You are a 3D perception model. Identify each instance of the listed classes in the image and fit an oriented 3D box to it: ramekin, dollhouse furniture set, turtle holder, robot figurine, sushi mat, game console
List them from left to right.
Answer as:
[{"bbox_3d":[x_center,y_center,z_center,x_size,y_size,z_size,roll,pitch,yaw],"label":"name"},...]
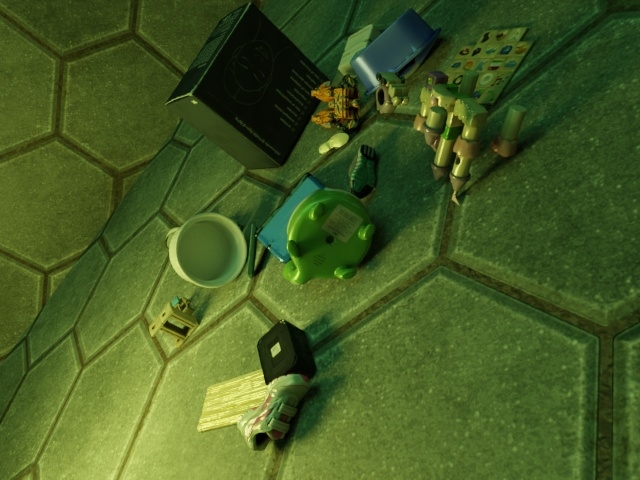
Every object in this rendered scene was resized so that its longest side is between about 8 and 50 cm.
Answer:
[{"bbox_3d":[-0.573,0.297,2.043,0.129,0.129,0.183,-50,35,4],"label":"dollhouse furniture set"},{"bbox_3d":[-0.428,0.039,1.991,0.135,0.277,0.277,-9,53,57],"label":"ramekin"},{"bbox_3d":[-0.252,0.477,1.596,0.317,0.019,0.151,-26,41,34],"label":"sushi mat"},{"bbox_3d":[-0.080,-0.084,1.899,0.250,0.173,0.293,44,97,25],"label":"game console"},{"bbox_3d":[0.019,-0.004,1.564,0.227,0.244,0.320,-100,14,-66],"label":"turtle holder"},{"bbox_3d":[0.059,-0.512,2.010,0.291,0.085,0.210,-158,64,-63],"label":"robot figurine"}]

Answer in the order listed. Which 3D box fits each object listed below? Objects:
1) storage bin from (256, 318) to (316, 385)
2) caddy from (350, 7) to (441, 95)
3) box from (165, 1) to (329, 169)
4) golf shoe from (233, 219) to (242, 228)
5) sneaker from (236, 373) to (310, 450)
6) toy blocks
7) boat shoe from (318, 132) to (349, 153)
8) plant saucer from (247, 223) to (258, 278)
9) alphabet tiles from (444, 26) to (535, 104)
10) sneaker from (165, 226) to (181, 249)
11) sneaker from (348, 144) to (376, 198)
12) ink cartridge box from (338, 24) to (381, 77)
[{"bbox_3d":[-0.098,0.326,1.492,0.122,0.084,0.180,-44,35,13],"label":"storage bin"},{"bbox_3d":[0.266,-0.656,1.883,0.341,0.179,0.241,-38,14,21],"label":"caddy"},{"bbox_3d":[-0.299,-0.627,2.252,0.297,0.480,0.471,4,62,54],"label":"box"},{"bbox_3d":[-0.400,-0.034,2.203,0.176,0.069,0.085,-8,59,48],"label":"golf shoe"},{"bbox_3d":[-0.109,0.454,1.386,0.252,0.103,0.111,-50,37,15],"label":"sneaker"},{"bbox_3d":[0.316,-0.277,1.412,0.288,0.309,0.260,-116,26,-45],"label":"toy blocks"},{"bbox_3d":[0.055,-0.364,1.980,0.137,0.049,0.043,-25,3,36],"label":"boat shoe"},{"bbox_3d":[-0.243,0.038,1.915,0.018,0.067,0.191,2,74,2],"label":"plant saucer"},{"bbox_3d":[0.483,-0.516,1.639,0.342,0.011,0.285,-56,33,-5],"label":"alphabet tiles"},{"bbox_3d":[-0.617,-0.007,2.407,0.272,0.100,0.107,-23,49,37],"label":"sneaker"},{"bbox_3d":[0.128,-0.206,1.740,0.098,0.083,0.223,-45,23,50],"label":"sneaker"},{"bbox_3d":[0.166,-0.774,2.189,0.140,0.082,0.190,-13,49,43],"label":"ink cartridge box"}]
